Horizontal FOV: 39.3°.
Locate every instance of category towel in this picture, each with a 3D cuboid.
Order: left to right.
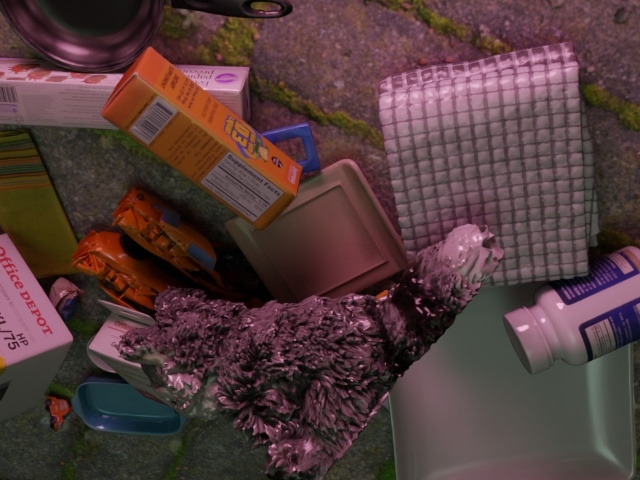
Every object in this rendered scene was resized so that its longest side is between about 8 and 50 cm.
[{"bbox_3d":[-0.406,-0.044,1.239,0.102,0.021,0.237,-6,125,12],"label":"towel"},{"bbox_3d":[0.205,-0.082,1.075,0.235,0.121,0.283,-9,123,11],"label":"towel"}]

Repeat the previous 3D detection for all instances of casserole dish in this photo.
[{"bbox_3d":[-0.303,0.260,1.438,0.189,0.037,0.114,2,126,5],"label":"casserole dish"}]

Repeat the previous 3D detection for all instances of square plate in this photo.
[{"bbox_3d":[0.260,0.204,1.241,0.348,0.049,0.343,-9,109,-2],"label":"square plate"}]

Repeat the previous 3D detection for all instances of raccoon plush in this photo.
[{"bbox_3d":[-0.031,0.079,1.100,0.299,0.216,0.446,38,100,1],"label":"raccoon plush"}]

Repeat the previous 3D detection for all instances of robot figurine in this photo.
[{"bbox_3d":[-0.188,0.062,1.248,0.291,0.085,0.211,38,123,-19],"label":"robot figurine"}]

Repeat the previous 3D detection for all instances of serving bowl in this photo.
[{"bbox_3d":[-0.313,0.165,1.375,0.083,0.027,0.083,4,126,5],"label":"serving bowl"}]

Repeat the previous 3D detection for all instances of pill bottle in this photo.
[{"bbox_3d":[0.332,0.093,1.128,0.187,0.112,0.112,-24,121,0],"label":"pill bottle"}]

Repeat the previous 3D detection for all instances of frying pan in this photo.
[{"bbox_3d":[-0.213,-0.303,1.007,0.326,0.053,0.197,-14,123,15],"label":"frying pan"}]

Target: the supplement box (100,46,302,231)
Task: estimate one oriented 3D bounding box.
[{"bbox_3d":[-0.132,-0.114,1.038,0.233,0.078,0.080,38,119,-21],"label":"supplement box"}]

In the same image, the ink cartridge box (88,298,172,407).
[{"bbox_3d":[-0.249,0.169,1.289,0.115,0.067,0.198,11,150,34],"label":"ink cartridge box"}]

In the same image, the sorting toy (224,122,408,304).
[{"bbox_3d":[0.000,0.000,1.189,0.196,0.047,0.347,-25,116,14],"label":"sorting toy"}]

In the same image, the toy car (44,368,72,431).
[{"bbox_3d":[-0.421,0.253,1.439,0.041,0.060,0.122,-13,138,-23],"label":"toy car"}]

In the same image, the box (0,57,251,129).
[{"bbox_3d":[-0.248,-0.177,1.095,0.324,0.063,0.067,3,128,6],"label":"box"}]

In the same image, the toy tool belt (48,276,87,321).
[{"bbox_3d":[-0.373,0.096,1.319,0.051,0.052,0.083,24,126,1],"label":"toy tool belt"}]

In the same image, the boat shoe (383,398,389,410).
[{"bbox_3d":[0.157,0.223,1.309,0.302,0.109,0.094,40,119,-17],"label":"boat shoe"}]

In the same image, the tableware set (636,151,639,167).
[{"bbox_3d":[0.477,-0.045,1.111,0.128,0.039,0.194,-18,122,19],"label":"tableware set"}]

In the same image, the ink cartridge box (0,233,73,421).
[{"bbox_3d":[-0.516,0.148,1.194,0.198,0.270,0.197,52,132,16],"label":"ink cartridge box"}]
